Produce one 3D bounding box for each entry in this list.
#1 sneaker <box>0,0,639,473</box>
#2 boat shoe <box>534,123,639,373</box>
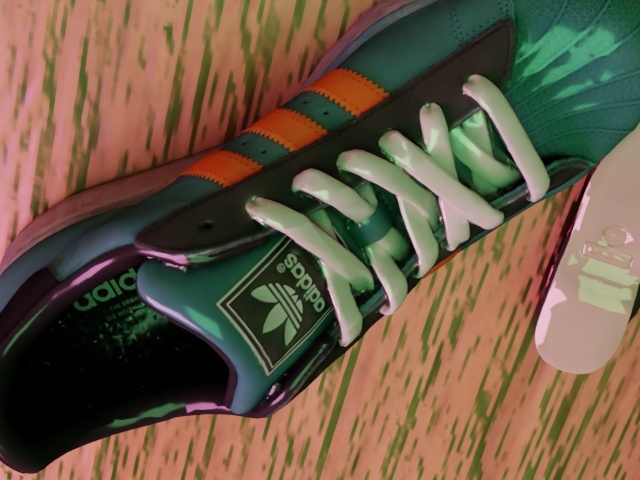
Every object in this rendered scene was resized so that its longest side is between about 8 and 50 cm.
[{"bbox_3d":[0.000,0.000,0.440,0.302,0.121,0.108,-29,116,12],"label":"sneaker"},{"bbox_3d":[0.130,-0.006,0.489,0.049,0.042,0.133,26,116,7],"label":"boat shoe"}]
